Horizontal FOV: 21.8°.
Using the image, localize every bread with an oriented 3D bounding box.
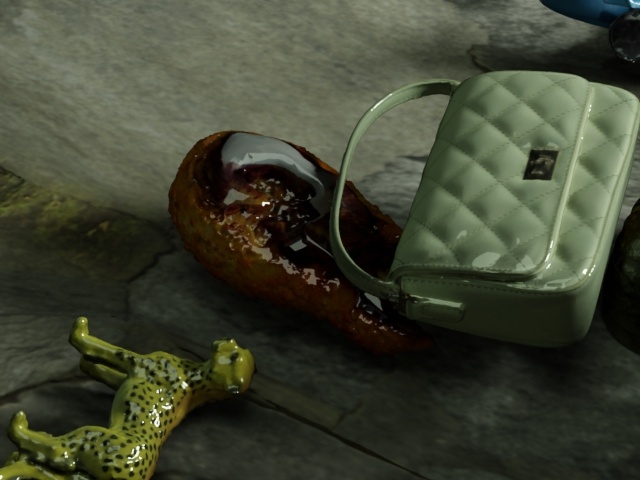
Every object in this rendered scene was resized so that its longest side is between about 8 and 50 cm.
[{"bbox_3d":[-0.007,0.003,1.292,0.269,0.095,0.139,32,56,18],"label":"bread"}]

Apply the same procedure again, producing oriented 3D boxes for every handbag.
[{"bbox_3d":[0.115,-0.038,1.245,0.219,0.079,0.256,10,46,14],"label":"handbag"}]

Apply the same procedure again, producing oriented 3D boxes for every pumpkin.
[{"bbox_3d":[0.289,-0.004,1.243,0.119,0.108,0.183,21,47,35],"label":"pumpkin"}]

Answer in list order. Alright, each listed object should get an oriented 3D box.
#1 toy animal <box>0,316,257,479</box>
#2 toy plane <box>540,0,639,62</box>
[{"bbox_3d":[-0.140,0.132,1.174,0.136,0.073,0.181,17,43,14],"label":"toy animal"},{"bbox_3d":[0.309,-0.199,1.438,0.271,0.105,0.254,19,14,10],"label":"toy plane"}]
